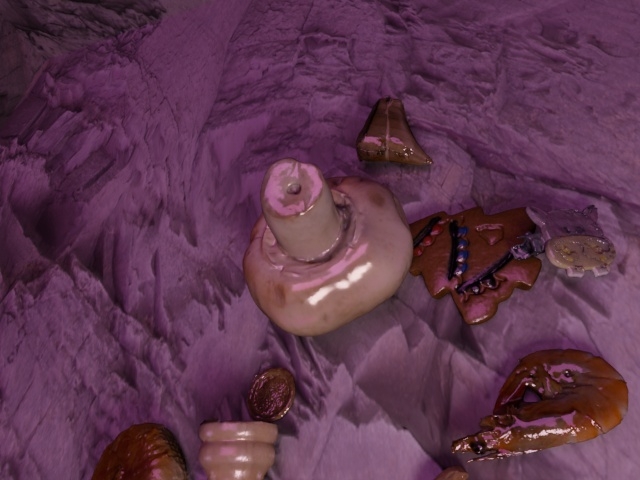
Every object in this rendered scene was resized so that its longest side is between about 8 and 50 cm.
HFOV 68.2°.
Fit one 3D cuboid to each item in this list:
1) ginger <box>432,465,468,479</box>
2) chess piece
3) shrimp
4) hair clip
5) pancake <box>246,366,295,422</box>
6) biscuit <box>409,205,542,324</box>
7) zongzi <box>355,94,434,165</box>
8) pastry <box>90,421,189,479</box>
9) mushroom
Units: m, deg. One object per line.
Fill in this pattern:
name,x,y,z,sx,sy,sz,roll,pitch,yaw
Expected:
ginger,0.182,0.429,0.715,0.069,0.051,0.173,2,60,22
chess piece,-0.151,0.449,0.810,0.142,0.143,0.261,-9,60,19
shrimp,0.335,0.258,0.756,0.287,0.063,0.152,-20,49,6
hair clip,0.448,0.002,0.866,0.187,0.056,0.146,-7,62,-3
pancake,-0.101,0.310,0.953,0.114,0.011,0.115,-13,51,16
biscuit,0.282,0.027,0.956,0.301,0.043,0.278,15,64,32
zongzi,0.202,-0.266,1.172,0.197,0.099,0.194,13,63,19
pastry,-0.355,0.457,0.913,0.182,0.093,0.192,-44,51,-6
mushroom,0.006,0.025,0.938,0.353,0.353,0.325,-1,88,24
